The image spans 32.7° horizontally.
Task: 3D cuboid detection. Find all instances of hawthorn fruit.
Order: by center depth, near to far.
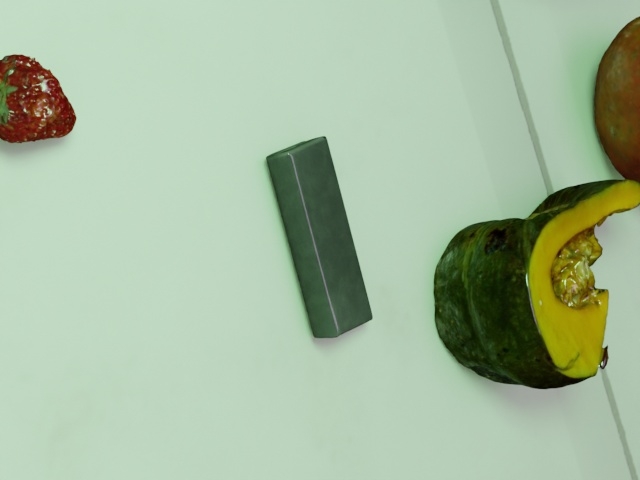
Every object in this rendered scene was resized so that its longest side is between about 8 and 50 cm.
[{"bbox_3d":[0.435,-0.146,1.340,0.210,0.210,0.262,-2,102,-39],"label":"hawthorn fruit"}]

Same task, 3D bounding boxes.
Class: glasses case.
[{"bbox_3d":[0.000,-0.002,1.064,0.072,0.042,0.190,-23,101,-45],"label":"glasses case"}]

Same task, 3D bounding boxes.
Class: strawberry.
[{"bbox_3d":[-0.230,-0.110,0.870,0.083,0.073,0.073,7,82,-51],"label":"strawberry"}]

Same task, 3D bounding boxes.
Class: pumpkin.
[{"bbox_3d":[0.263,0.051,1.214,0.280,0.139,0.190,-21,96,-36],"label":"pumpkin"}]
